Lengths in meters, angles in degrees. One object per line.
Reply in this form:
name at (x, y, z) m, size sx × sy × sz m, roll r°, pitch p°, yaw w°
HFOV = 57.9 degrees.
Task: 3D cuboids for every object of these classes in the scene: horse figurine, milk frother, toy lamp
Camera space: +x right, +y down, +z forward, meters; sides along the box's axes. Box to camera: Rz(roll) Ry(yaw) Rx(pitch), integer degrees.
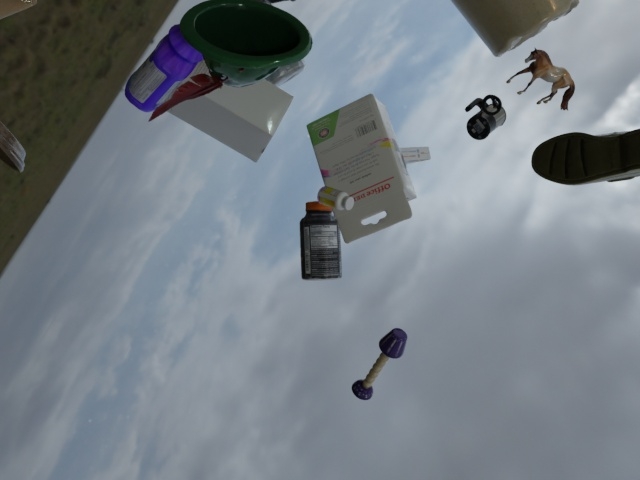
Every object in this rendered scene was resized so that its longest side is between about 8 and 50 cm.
horse figurine at (0.764, -0.542, 1.956) m, size 0.174 × 0.263 × 0.066 m, roll -47°, pitch -154°, yaw 49°
milk frother at (0.564, -0.421, 1.904) m, size 0.143 × 0.129 × 0.134 m, roll -13°, pitch -162°, yaw 48°
toy lamp at (0.176, 0.360, 1.694) m, size 0.080 × 0.080 × 0.275 m, roll -88°, pitch -163°, yaw -51°

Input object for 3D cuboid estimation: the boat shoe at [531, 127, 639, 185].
boat shoe at (0.579, -0.163, 1.160) m, size 0.302 × 0.103 × 0.113 m, roll 3°, pitch -92°, yaw 51°

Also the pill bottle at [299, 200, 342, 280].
pill bottle at (0.000, 0.000, 1.811) m, size 0.130 × 0.130 × 0.246 m, roll -5°, pitch -94°, yaw 61°

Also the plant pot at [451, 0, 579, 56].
plant pot at (0.445, -0.632, 1.394) m, size 0.333 × 0.306 × 0.334 m, roll -31°, pitch -176°, yaw 2°

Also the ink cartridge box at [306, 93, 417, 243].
ink cartridge box at (0.118, -0.178, 1.533) m, size 0.207 × 0.119 × 0.354 m, roll -22°, pitch -107°, yaw 20°

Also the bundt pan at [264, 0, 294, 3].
bundt pan at (-0.124, -0.708, 1.344) m, size 0.124 × 0.331 × 0.331 m, roll -3°, pitch -124°, yaw 45°

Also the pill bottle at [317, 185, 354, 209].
pill bottle at (0.035, -0.094, 1.316) m, size 0.083 × 0.043 × 0.043 m, roll 22°, pitch -102°, yaw 38°

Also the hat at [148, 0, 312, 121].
hat at (-0.122, -0.231, 0.847) m, size 0.173 × 0.208 × 0.184 m, roll -36°, pitch 153°, yaw -36°

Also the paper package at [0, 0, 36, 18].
paper package at (-0.502, -0.322, 0.670) m, size 0.309 × 0.168 × 0.325 m, roll -26°, pitch -146°, yaw -9°

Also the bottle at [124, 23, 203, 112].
bottle at (-0.334, -0.401, 1.298) m, size 0.282 × 0.092 × 0.118 m, roll -29°, pitch -147°, yaw 41°

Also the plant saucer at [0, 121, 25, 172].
plant saucer at (-0.710, -0.253, 1.182) m, size 0.041 × 0.278 × 0.277 m, roll -49°, pitch -159°, yaw -18°

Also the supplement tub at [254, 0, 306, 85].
supplement tub at (-0.214, -0.698, 2.005) m, size 0.207 × 0.338 × 0.207 m, roll -28°, pitch -167°, yaw 7°

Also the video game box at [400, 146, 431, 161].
video game box at (0.202, -0.248, 1.782) m, size 0.205 × 0.187 × 0.048 m, roll -7°, pitch -89°, yaw 46°

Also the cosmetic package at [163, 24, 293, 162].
cosmetic package at (-0.284, -0.393, 1.597) m, size 0.197 × 0.365 × 0.155 m, roll -34°, pitch -150°, yaw 63°
